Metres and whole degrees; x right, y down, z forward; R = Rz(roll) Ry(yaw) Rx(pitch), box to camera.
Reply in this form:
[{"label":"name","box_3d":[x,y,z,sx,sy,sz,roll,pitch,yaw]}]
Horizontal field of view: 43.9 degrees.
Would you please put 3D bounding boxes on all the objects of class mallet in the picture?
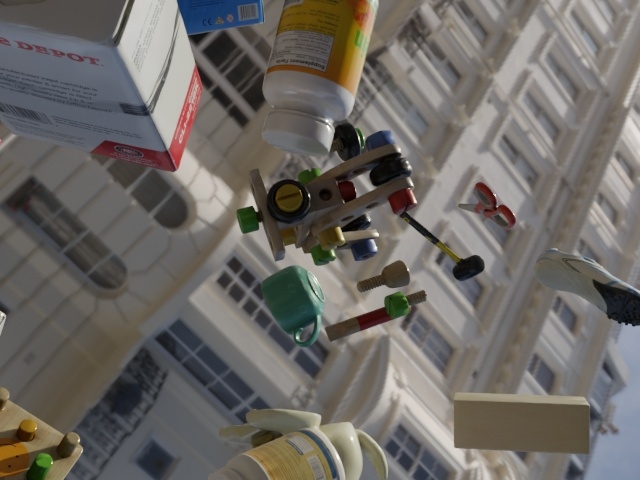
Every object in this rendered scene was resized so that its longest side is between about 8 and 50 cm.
[{"label":"mallet","box_3d":[0.228,0.005,1.479,0.062,0.189,0.039,-25,-152,52]}]

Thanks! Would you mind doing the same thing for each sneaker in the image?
[{"label":"sneaker","box_3d":[0.510,0.079,1.454,0.237,0.085,0.086,28,-130,24]}]

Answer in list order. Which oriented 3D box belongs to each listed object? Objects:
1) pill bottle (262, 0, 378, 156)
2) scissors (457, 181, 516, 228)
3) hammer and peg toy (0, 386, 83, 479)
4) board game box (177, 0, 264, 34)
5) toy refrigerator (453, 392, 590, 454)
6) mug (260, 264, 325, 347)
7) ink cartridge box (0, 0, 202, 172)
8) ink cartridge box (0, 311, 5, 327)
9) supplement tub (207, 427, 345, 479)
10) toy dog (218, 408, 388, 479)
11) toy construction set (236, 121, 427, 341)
[{"label":"pill bottle","box_3d":[-0.007,-0.254,1.157,0.136,0.136,0.246,-3,-109,61]},{"label":"scissors","box_3d":[0.332,-0.055,1.612,0.021,0.109,0.297,-41,175,-4]},{"label":"hammer and peg toy","box_3d":[-0.684,0.482,1.623,0.127,0.266,0.361,-54,-176,31]},{"label":"board game box","box_3d":[-0.307,-0.430,1.435,0.308,0.086,0.302,-17,-152,-27]},{"label":"toy refrigerator","box_3d":[0.414,0.377,1.651,0.269,0.102,0.094,-1,-179,10]},{"label":"mug","box_3d":[-0.043,0.128,1.648,0.097,0.158,0.129,-30,-170,9]},{"label":"ink cartridge box","box_3d":[-0.237,-0.183,0.758,0.273,0.197,0.114,90,14,-74]},{"label":"ink cartridge box","box_3d":[-0.658,0.158,1.318,0.289,0.211,0.122,-41,-158,57]},{"label":"supplement tub","box_3d":[-0.075,0.410,1.323,0.199,0.144,0.144,-12,178,-38]},{"label":"toy dog","box_3d":[-0.050,0.594,1.685,0.284,0.395,0.408,-31,-128,52]},{"label":"toy construction set","box_3d":[0.000,0.000,1.137,0.237,0.309,0.257,-18,-170,-19]}]
